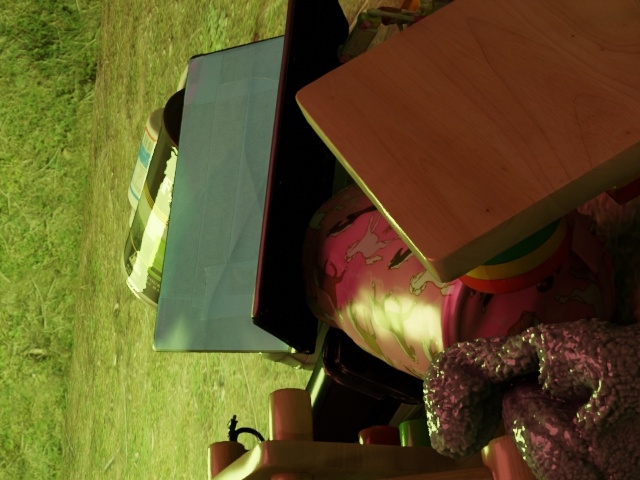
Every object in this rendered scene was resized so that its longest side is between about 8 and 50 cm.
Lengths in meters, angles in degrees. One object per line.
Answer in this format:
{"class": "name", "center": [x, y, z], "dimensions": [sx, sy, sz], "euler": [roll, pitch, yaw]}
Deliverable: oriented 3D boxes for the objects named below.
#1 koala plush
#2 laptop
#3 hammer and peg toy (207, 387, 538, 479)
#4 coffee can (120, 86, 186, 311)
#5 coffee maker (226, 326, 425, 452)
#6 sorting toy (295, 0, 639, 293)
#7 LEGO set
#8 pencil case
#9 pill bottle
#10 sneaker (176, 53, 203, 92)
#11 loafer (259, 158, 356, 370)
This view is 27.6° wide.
{"class": "koala plush", "center": [0.190, 0.173, 0.848], "dimensions": [0.203, 0.196, 0.221], "euler": [-28, 57, 60]}
{"class": "laptop", "center": [-0.107, -0.080, 1.415], "dimensions": [0.408, 0.236, 0.382], "euler": [49, -135, -75]}
{"class": "hammer and peg toy", "center": [0.041, 0.203, 1.126], "dimensions": [0.361, 0.265, 0.127], "euler": [132, 139, -59]}
{"class": "coffee can", "center": [-0.151, -0.050, 1.810], "dimensions": [0.202, 0.201, 0.275], "euler": [-105, 28, -44]}
{"class": "coffee maker", "center": [0.012, 0.176, 1.344], "dimensions": [0.120, 0.171, 0.178], "euler": [-108, 31, -46]}
{"class": "sorting toy", "center": [0.148, -0.084, 0.958], "dimensions": [0.257, 0.255, 0.089], "euler": [55, 174, 51]}
{"class": "LEGO set", "center": [0.089, -0.270, 1.363], "dimensions": [0.132, 0.107, 0.287], "euler": [-108, 31, -48]}
{"class": "pencil case", "center": [0.106, 0.033, 1.147], "dimensions": [0.386, 0.167, 0.160], "euler": [-164, 73, -69]}
{"class": "pill bottle", "center": [-0.260, -0.107, 2.231], "dimensions": [0.124, 0.124, 0.222], "euler": [-107, 30, -47]}
{"class": "sneaker", "center": [-0.161, -0.141, 2.017], "dimensions": [0.147, 0.104, 0.296], "euler": [-166, 77, -68]}
{"class": "loafer", "center": [0.000, 0.000, 1.514], "dimensions": [0.112, 0.111, 0.320], "euler": [-143, 62, -67]}
